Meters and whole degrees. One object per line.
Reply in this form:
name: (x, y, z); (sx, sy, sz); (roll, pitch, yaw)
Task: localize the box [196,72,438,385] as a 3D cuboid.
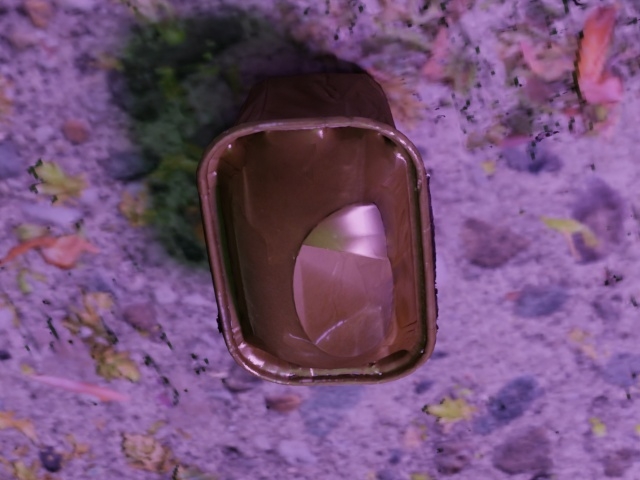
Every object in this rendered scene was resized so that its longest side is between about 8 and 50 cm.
box: (0.000, 0.000, 0.840); (0.111, 0.111, 0.177); (-3, 133, 5)
